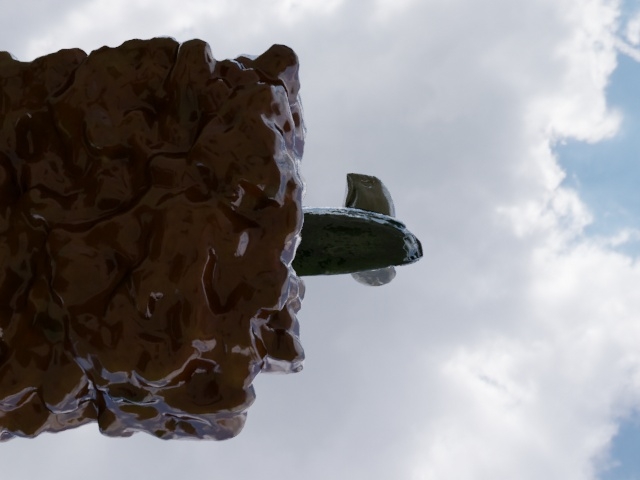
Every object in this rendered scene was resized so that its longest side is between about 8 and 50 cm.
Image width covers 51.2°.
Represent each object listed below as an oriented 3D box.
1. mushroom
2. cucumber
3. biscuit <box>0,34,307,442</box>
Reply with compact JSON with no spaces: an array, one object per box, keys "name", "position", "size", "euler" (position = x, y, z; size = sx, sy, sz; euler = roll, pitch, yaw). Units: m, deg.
[{"name":"mushroom","position":[0.087,-0.034,1.212],"size":[0.108,0.096,0.247],"euler":[-27,-134,20]},{"name":"cucumber","position":[-0.001,-0.001,1.087],"size":[0.325,0.145,0.105],"euler":[-1,-79,15]},{"name":"biscuit","position":[-0.163,-0.001,0.521],"size":[0.312,0.110,0.318],"euler":[-3,-104,10]}]
